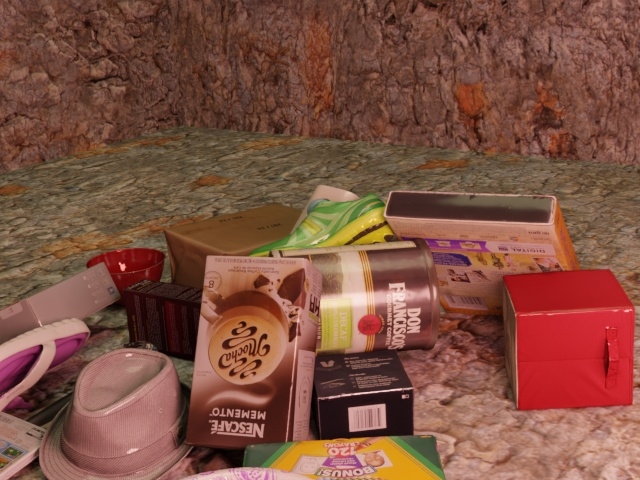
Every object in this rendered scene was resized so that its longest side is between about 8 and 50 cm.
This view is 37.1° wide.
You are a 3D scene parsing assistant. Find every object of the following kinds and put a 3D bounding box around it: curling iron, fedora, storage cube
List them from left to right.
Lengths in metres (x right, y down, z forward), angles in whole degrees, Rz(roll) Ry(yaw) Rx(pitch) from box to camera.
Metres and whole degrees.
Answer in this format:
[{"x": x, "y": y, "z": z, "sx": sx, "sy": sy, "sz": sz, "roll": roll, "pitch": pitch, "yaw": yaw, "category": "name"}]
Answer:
[{"x": -0.407, "y": 0.260, "z": 1.652, "sx": 0.274, "sy": 0.035, "sz": 0.068, "roll": -35, "pitch": 27, "yaw": -21, "category": "curling iron"}, {"x": -0.313, "y": 0.261, "z": 1.497, "sx": 0.243, "sy": 0.124, "sz": 0.275, "roll": 15, "pitch": 33, "yaw": 26, "category": "fedora"}, {"x": 0.422, "y": 0.168, "z": 1.649, "sx": 0.193, "sy": 0.184, "sz": 0.215, "roll": -4, "pitch": 18, "yaw": 4, "category": "storage cube"}]

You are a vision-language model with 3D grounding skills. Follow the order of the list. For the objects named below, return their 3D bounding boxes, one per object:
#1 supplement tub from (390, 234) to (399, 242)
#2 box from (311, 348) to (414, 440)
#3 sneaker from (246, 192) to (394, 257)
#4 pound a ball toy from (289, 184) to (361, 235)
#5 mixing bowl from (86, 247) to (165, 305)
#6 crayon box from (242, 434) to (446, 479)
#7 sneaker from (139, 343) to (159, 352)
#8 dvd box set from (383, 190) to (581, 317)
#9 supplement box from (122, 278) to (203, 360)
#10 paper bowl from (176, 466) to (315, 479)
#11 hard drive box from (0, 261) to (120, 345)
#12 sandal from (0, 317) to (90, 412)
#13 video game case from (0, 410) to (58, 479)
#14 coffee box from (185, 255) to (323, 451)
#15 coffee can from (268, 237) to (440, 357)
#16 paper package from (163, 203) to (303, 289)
[{"x": 0.117, "y": 0.062, "z": 2.026, "sx": 0.117, "sy": 0.190, "sz": 0.117, "roll": -3, "pitch": 18, "yaw": 1, "category": "supplement tub"}, {"x": 0.065, "y": 0.257, "z": 1.581, "sx": 0.156, "sy": 0.093, "sz": 0.158, "roll": -5, "pitch": 19, "yaw": -5, "category": "box"}, {"x": 0.000, "y": 0.000, "z": 1.810, "sx": 0.295, "sy": 0.109, "sz": 0.123, "roll": -21, "pitch": 39, "yaw": 5, "category": "sneaker"}, {"x": -0.054, "y": 0.042, "z": 1.928, "sx": 0.208, "sy": 0.136, "sz": 0.319, "roll": 17, "pitch": 71, "yaw": 45, "category": "pound a ball toy"}, {"x": -0.441, "y": 0.090, "z": 2.194, "sx": 0.181, "sy": 0.098, "sz": 0.181, "roll": -4, "pitch": 18, "yaw": 1, "category": "mixing bowl"}, {"x": 0.031, "y": 0.349, "z": 1.317, "sx": 0.278, "sy": 0.081, "sz": 0.165, "roll": -3, "pitch": 17, "yaw": 0, "category": "crayon box"}, {"x": -0.323, "y": 0.245, "z": 1.713, "sx": 0.081, "sy": 0.080, "sz": 0.211, "roll": -8, "pitch": 18, "yaw": -20, "category": "sneaker"}, {"x": 0.330, "y": 0.038, "z": 1.809, "sx": 0.307, "sy": 0.062, "sz": 0.420, "roll": 3, "pitch": -26, "yaw": 27, "category": "dvd box set"}, {"x": -0.274, "y": 0.160, "z": 1.890, "sx": 0.239, "sy": 0.130, "sz": 0.073, "roll": 8, "pitch": 20, "yaw": 29, "category": "supplement box"}, {"x": -0.099, "y": 0.392, "z": 1.095, "sx": 0.284, "sy": 0.148, "sz": 0.284, "roll": -4, "pitch": 18, "yaw": 1, "category": "paper bowl"}, {"x": -0.558, "y": 0.144, "z": 1.962, "sx": 0.181, "sy": 0.089, "sz": 0.232, "roll": -22, "pitch": 6, "yaw": 31, "category": "hard drive box"}, {"x": -0.534, "y": 0.246, "z": 1.699, "sx": 0.102, "sy": 0.169, "sz": 0.416, "roll": 43, "pitch": 30, "yaw": 7, "category": "sandal"}, {"x": -0.525, "y": 0.336, "z": 1.532, "sx": 0.157, "sy": 0.019, "sz": 0.143, "roll": 10, "pitch": 32, "yaw": 36, "category": "video game case"}, {"x": -0.100, "y": 0.181, "z": 1.499, "sx": 0.168, "sy": 0.297, "sz": 0.119, "roll": 1, "pitch": -14, "yaw": 15, "category": "coffee box"}, {"x": 0.053, "y": 0.106, "z": 1.694, "sx": 0.275, "sy": 0.202, "sz": 0.201, "roll": -4, "pitch": 18, "yaw": -8, "category": "coffee can"}, {"x": -0.146, "y": 0.043, "z": 2.178, "sx": 0.324, "sy": 0.168, "sz": 0.309, "roll": -16, "pitch": 20, "yaw": -33, "category": "paper package"}]
